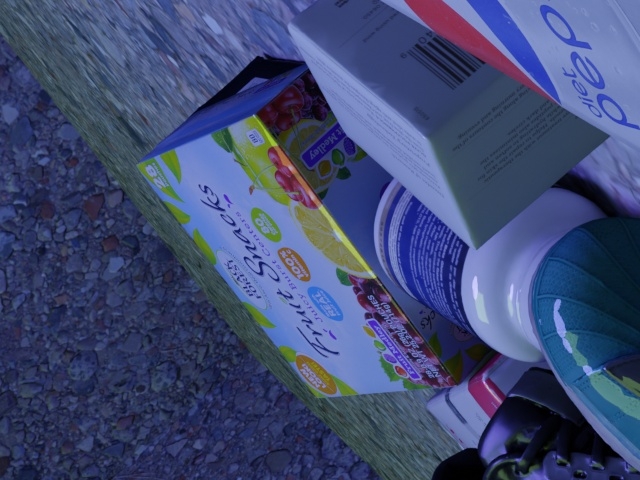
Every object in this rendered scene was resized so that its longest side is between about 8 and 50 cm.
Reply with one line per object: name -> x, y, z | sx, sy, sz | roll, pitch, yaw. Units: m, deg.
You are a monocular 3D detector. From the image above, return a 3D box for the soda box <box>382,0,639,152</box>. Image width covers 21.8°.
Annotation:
soda box -> 0.070, -0.113, 0.515 | 0.286, 0.098, 0.091 | 38, 167, 46

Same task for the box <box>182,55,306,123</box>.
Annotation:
box -> -0.008, -0.045, 1.223 | 0.158, 0.093, 0.156 | 50, 171, -18

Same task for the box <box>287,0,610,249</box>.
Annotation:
box -> 0.063, -0.074, 0.706 | 0.102, 0.101, 0.087 | 44, 171, 38

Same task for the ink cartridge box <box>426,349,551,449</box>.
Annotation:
ink cartridge box -> 0.173, 0.129, 1.063 | 0.172, 0.100, 0.237 | 48, 171, 4

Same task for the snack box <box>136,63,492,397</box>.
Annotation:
snack box -> 0.000, 0.000, 1.052 | 0.207, 0.070, 0.174 | 54, 152, -13

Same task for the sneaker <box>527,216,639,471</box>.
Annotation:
sneaker -> 0.217, 0.086, 0.668 | 0.302, 0.108, 0.121 | 39, 169, 10

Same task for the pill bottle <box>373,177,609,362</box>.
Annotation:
pill bottle -> 0.104, 0.011, 0.899 | 0.094, 0.094, 0.169 | 53, 171, -27

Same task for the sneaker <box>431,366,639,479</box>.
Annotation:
sneaker -> 0.154, 0.125, 0.842 | 0.146, 0.102, 0.293 | 56, 140, -2
